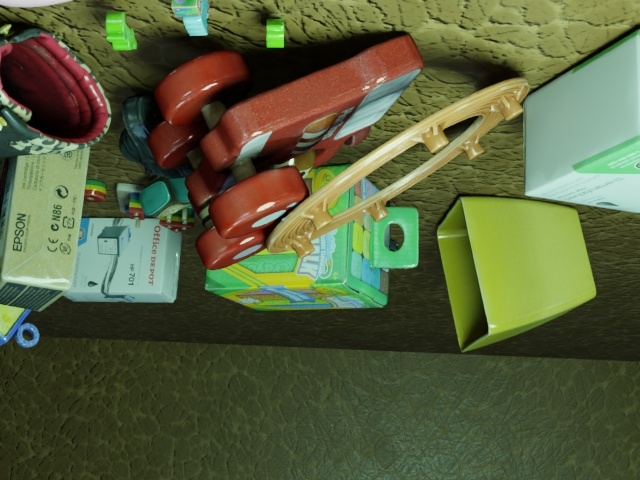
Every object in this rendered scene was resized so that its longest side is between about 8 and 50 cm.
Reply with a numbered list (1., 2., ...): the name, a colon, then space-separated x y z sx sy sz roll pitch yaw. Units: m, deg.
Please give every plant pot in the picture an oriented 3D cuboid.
1. plant pot: 0.310 0.045 1.529 0.187 0.212 0.212 -9 167 -5

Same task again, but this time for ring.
1. ring: 0.089 -0.070 1.062 0.336 0.032 0.336 -31 174 -4

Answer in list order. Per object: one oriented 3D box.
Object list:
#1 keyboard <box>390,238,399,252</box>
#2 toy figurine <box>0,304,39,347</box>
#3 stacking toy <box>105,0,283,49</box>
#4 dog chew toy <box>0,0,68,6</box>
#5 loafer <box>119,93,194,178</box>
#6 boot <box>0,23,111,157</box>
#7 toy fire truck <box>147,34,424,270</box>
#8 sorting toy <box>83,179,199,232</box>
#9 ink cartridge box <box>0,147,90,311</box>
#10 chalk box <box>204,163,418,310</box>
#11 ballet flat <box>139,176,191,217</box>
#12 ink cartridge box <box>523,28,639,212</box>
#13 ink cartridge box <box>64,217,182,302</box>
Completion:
1. keyboard: 0.064 0.017 1.801 0.108 0.023 0.180 24 157 -39
2. toy figurine: -0.493 0.092 1.433 0.191 0.362 0.217 -18 120 32
3. stacking toy: -0.117 -0.221 0.847 0.167 0.052 0.221 -1 171 1
4. dog chew toy: -0.241 -0.237 0.531 0.331 0.207 0.206 7 167 16
5. loafer: -0.213 -0.121 1.199 0.078 0.076 0.223 -6 169 3
6. boot: -0.425 -0.157 0.983 0.284 0.138 0.377 -5 163 24
7. toy fire truck: -0.037 -0.106 1.052 0.254 0.169 0.302 -23 171 -18
8. sorting toy: -0.251 -0.047 1.564 0.274 0.046 0.132 5 166 -8
9. ink cartridge box: -0.362 -0.041 1.228 0.088 0.235 0.193 10 163 -25
10. chalk box: 0.000 0.000 1.433 0.289 0.180 0.179 -4 164 23
11. ballet flat: -0.196 -0.083 1.406 0.067 0.073 0.206 -21 -176 -34
12. ink cartridge box: 0.395 -0.108 1.035 0.289 0.122 0.211 7 166 -19
13. ink cartridge box: -0.352 0.034 1.713 0.190 0.140 0.082 0 164 10
